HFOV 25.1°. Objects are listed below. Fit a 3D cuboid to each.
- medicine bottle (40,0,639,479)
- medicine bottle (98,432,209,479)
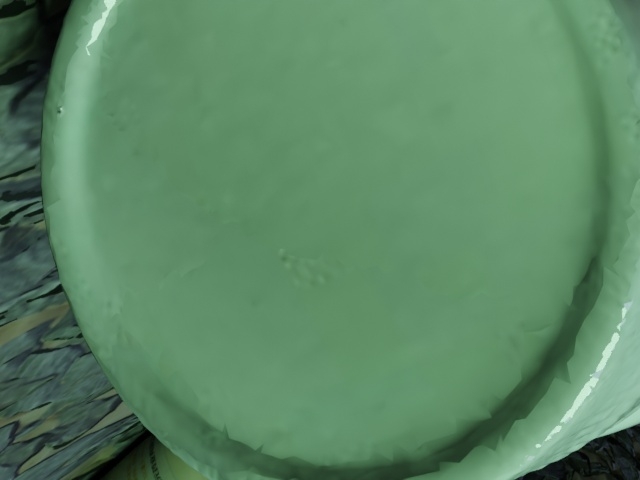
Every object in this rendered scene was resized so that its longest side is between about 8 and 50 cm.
[{"bbox_3d":[0.092,-0.037,0.532,0.211,0.211,0.371,-44,163,29],"label":"medicine bottle"},{"bbox_3d":[-0.130,0.220,1.006,0.252,0.114,0.114,-42,164,22],"label":"medicine bottle"}]
